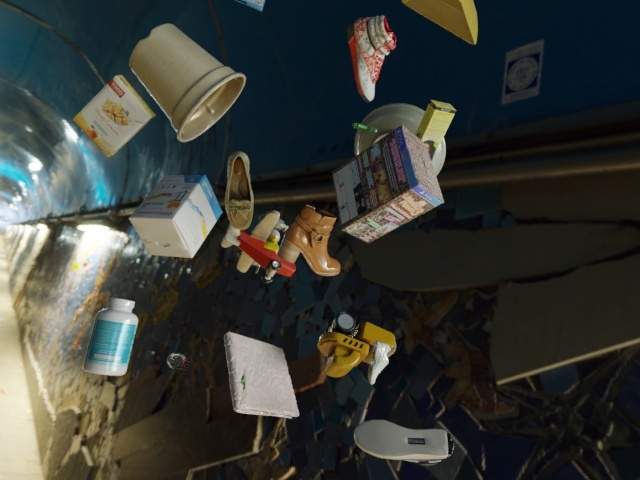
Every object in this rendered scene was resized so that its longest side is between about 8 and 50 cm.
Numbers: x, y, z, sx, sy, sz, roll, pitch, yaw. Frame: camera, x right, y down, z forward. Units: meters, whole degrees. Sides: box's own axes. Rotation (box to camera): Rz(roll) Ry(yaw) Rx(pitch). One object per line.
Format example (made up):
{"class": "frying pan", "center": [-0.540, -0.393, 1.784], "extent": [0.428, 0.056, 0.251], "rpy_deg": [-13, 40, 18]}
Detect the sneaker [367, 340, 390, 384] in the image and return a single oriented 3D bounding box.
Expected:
{"class": "sneaker", "center": [0.202, 0.425, 1.580], "extent": [0.061, 0.152, 0.053], "rpy_deg": [13, 4, -9]}

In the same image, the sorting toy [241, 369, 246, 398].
{"class": "sorting toy", "center": [-0.209, 0.385, 1.250], "extent": [0.012, 0.062, 0.083], "rpy_deg": [-2, -42, -7]}

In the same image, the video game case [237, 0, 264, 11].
{"class": "video game case", "center": [-0.224, -0.688, 1.230], "extent": [0.166, 0.119, 0.015], "rpy_deg": [17, -28, -15]}

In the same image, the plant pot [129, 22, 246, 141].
{"class": "plant pot", "center": [-0.494, -0.579, 1.646], "extent": [0.305, 0.334, 0.334], "rpy_deg": [45, -14, -6]}

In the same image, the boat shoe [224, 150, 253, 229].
{"class": "boat shoe", "center": [-0.294, -0.172, 1.642], "extent": [0.104, 0.285, 0.089], "rpy_deg": [-5, 15, -8]}

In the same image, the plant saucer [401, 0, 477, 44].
{"class": "plant saucer", "center": [0.368, -0.798, 1.474], "extent": [0.333, 0.081, 0.332], "rpy_deg": [42, 16, 20]}

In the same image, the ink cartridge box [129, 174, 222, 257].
{"class": "ink cartridge box", "center": [-0.469, -0.083, 1.513], "extent": [0.171, 0.233, 0.168], "rpy_deg": [2, -47, 19]}

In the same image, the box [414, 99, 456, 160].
{"class": "box", "center": [0.396, -0.383, 1.665], "extent": [0.087, 0.232, 0.058], "rpy_deg": [5, 37, -19]}

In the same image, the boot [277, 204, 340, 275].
{"class": "boot", "center": [0.000, 0.000, 1.698], "extent": [0.283, 0.220, 0.109], "rpy_deg": [23, 16, -25]}

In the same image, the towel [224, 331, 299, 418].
{"class": "towel", "center": [-0.244, 0.548, 1.855], "extent": [0.317, 0.053, 0.332], "rpy_deg": [29, 28, -40]}

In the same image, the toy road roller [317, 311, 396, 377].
{"class": "toy road roller", "center": [0.146, 0.489, 2.008], "extent": [0.329, 0.241, 0.202], "rpy_deg": [22, -39, -5]}

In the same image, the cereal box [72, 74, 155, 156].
{"class": "cereal box", "center": [-0.719, -0.430, 1.602], "extent": [0.173, 0.240, 0.047], "rpy_deg": [50, 20, -14]}

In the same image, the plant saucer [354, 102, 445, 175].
{"class": "plant saucer", "center": [0.323, -0.374, 1.957], "extent": [0.400, 0.100, 0.401], "rpy_deg": [14, -54, 20]}

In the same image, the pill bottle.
{"class": "pill bottle", "center": [-0.748, 0.344, 1.660], "extent": [0.146, 0.264, 0.146], "rpy_deg": [8, -13, 2]}

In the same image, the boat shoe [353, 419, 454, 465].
{"class": "boat shoe", "center": [0.276, 0.719, 1.598], "extent": [0.340, 0.127, 0.158], "rpy_deg": [9, -42, 0]}

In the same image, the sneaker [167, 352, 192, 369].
{"class": "sneaker", "center": [-0.577, 0.473, 1.820], "extent": [0.075, 0.057, 0.161], "rpy_deg": [19, -14, 19]}

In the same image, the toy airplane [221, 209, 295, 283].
{"class": "toy airplane", "center": [-0.326, 0.014, 2.445], "extent": [0.386, 0.272, 0.385], "rpy_deg": [0, -60, 30]}

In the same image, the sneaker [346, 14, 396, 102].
{"class": "sneaker", "center": [0.184, -0.602, 1.531], "extent": [0.144, 0.090, 0.270], "rpy_deg": [-4, -61, 23]}

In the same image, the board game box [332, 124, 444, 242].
{"class": "board game box", "center": [0.199, -0.168, 1.433], "extent": [0.291, 0.232, 0.141], "rpy_deg": [-30, -38, 33]}

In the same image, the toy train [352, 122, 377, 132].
{"class": "toy train", "center": [0.139, -0.351, 1.433], "extent": [0.083, 0.017, 0.023], "rpy_deg": [8, 6, -25]}
